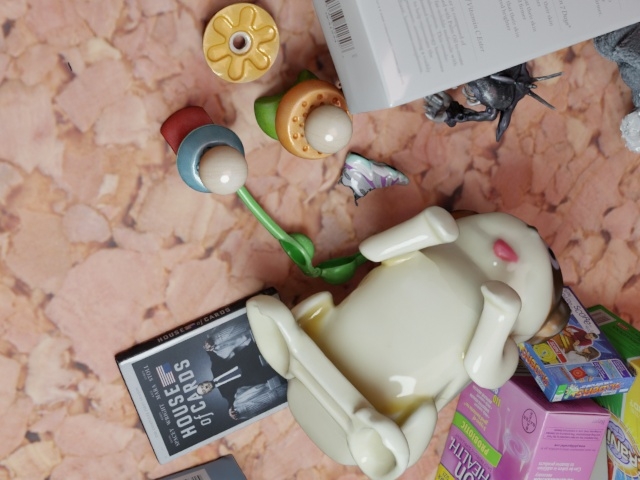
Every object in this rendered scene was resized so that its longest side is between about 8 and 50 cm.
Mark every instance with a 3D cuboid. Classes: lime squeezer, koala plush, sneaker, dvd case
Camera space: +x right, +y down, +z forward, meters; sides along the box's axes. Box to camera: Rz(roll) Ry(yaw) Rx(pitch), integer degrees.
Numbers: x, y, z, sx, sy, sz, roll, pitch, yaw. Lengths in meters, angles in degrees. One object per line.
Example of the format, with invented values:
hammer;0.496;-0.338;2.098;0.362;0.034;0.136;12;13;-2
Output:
lime squeezer;0.000;0.000;1.562;0.310;0.059;0.110;16;103;-26
koala plush;0.496;-0.244;1.633;0.196;0.203;0.221;-46;142;-15
sneaker;0.069;-0.076;1.575;0.098;0.038;0.069;20;103;-18
dvd case;-0.144;0.189;1.588;0.239;0.029;0.179;-24;116;-14

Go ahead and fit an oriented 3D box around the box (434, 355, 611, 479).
box;0.296;0.317;1.718;0.117;0.213;0.243;6;108;-25

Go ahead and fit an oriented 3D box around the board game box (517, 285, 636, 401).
board game box;0.354;0.148;1.686;0.136;0.201;0.035;-3;130;-21

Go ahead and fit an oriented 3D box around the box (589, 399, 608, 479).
box;0.400;0.380;1.846;0.094;0.113;0.275;-16;114;-15

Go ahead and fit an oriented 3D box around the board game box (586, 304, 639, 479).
board game box;0.484;0.290;1.772;0.064;0.242;0.316;-16;114;-15

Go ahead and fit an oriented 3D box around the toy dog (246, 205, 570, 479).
toy dog;0.158;0.124;1.531;0.408;0.284;0.395;-37;151;-18

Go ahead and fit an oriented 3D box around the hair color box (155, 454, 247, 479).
hair color box;-0.169;0.518;1.655;0.185;0.113;0.374;-15;114;-17

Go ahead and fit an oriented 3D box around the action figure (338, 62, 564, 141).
action figure;0.171;-0.228;1.503;0.276;0.141;0.164;11;103;-10

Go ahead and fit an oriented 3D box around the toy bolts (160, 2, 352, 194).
toy bolts;-0.088;-0.158;1.404;0.228;0.158;0.218;-37;119;-6

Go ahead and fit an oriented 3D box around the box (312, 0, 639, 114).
box;0.177;-0.304;1.338;0.345;0.168;0.215;-20;98;-13
